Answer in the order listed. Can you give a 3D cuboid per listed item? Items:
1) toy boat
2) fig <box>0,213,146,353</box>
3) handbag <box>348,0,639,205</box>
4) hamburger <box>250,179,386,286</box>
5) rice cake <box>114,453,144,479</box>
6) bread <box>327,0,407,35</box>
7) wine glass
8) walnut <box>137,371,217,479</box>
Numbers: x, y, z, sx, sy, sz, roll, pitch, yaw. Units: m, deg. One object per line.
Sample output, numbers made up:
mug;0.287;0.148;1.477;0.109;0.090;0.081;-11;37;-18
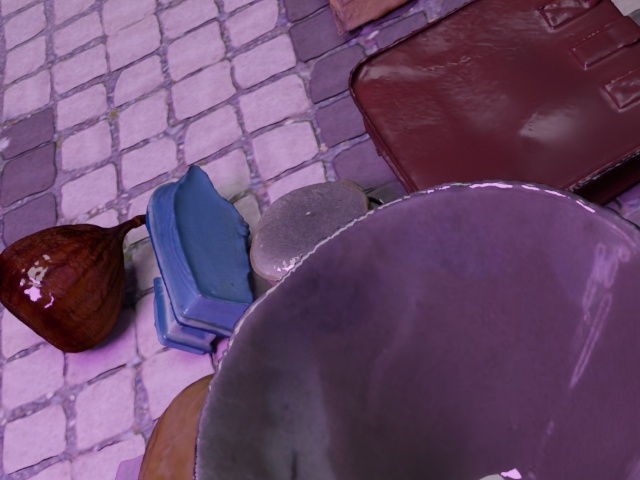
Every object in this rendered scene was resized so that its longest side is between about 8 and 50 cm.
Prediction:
toy boat;-0.134;0.018;1.267;0.098;0.109;0.238;-53;35;30
fig;-0.240;0.023;1.302;0.201;0.133;0.146;-38;53;-17
handbag;0.193;-0.128;1.180;0.276;0.084;0.260;-31;55;-2
hamburger;0.000;0.000;1.223;0.140;0.062;0.133;-13;43;22
rice cake;-0.162;0.344;1.014;0.070;0.064;0.399;-16;46;25
bread;0.074;-0.390;1.485;0.246;0.111;0.239;-33;41;4
wine glass;0.124;0.189;0.739;0.267;0.406;0.267;-15;47;17
walnut;-0.029;0.229;0.924;0.283;0.227;0.282;-168;90;-69
